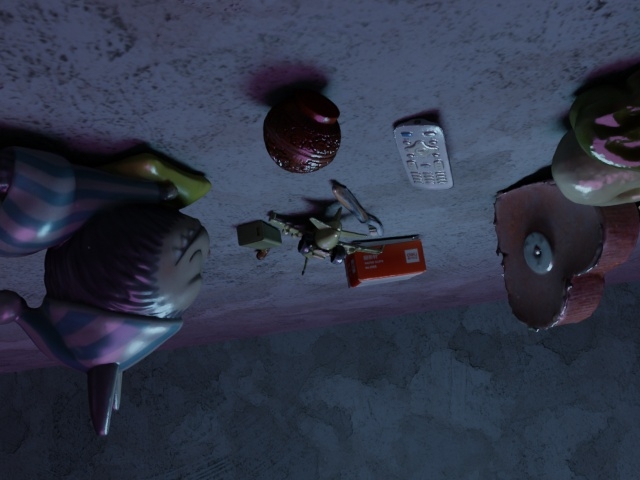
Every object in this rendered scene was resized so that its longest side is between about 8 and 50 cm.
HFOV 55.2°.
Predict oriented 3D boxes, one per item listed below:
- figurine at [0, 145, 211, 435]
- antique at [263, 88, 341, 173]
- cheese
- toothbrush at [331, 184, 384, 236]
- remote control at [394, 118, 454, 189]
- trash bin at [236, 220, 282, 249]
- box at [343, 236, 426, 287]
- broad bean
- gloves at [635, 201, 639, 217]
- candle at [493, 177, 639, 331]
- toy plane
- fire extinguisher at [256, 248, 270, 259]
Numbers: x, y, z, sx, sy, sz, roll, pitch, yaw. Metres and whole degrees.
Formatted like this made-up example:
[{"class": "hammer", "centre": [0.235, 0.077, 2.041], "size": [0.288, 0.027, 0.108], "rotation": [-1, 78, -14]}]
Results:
[{"class": "figurine", "centre": [-0.316, 0.077, 0.850], "size": [0.266, 0.378, 0.361], "rotation": [-19, 163, 35]}, {"class": "antique", "centre": [-0.024, -0.131, 0.760], "size": [0.104, 0.104, 0.104], "rotation": [-7, 165, -2]}, {"class": "cheese", "centre": [0.566, -0.154, 0.921], "size": [0.350, 0.130, 0.328], "rotation": [-2, 166, -29]}, {"class": "toothbrush", "centre": [0.081, -0.054, 1.238], "size": [0.037, 0.028, 0.375], "rotation": [-4, 167, 16]}, {"class": "remote control", "centre": [0.170, -0.133, 0.967], "size": [0.073, 0.044, 0.229], "rotation": [4, 161, 19]}, {"class": "trash bin", "centre": [-0.124, -0.007, 1.278], "size": [0.060, 0.043, 0.092], "rotation": [-14, 165, 21]}, {"class": "box", "centre": [0.160, 0.055, 1.554], "size": [0.182, 0.099, 0.133], "rotation": [-8, 168, -7]}, {"class": "broad bean", "centre": [0.451, -0.169, 0.829], "size": [0.206, 0.153, 0.072], "rotation": [-9, -150, 20]}, {"class": "gloves", "centre": [0.636, -0.053, 1.275], "size": [0.197, 0.153, 0.301], "rotation": [-8, -169, -23]}, {"class": "candle", "centre": [0.462, 0.003, 1.213], "size": [0.131, 0.287, 0.317], "rotation": [-6, 128, -26]}, {"class": "toy plane", "centre": [0.000, 0.000, 1.266], "size": [0.241, 0.104, 0.256], "rotation": [16, 157, -13]}, {"class": "fire extinguisher", "centre": [-0.135, 0.024, 1.431], "size": [0.028, 0.022, 0.083], "rotation": [26, 158, -6]}]
